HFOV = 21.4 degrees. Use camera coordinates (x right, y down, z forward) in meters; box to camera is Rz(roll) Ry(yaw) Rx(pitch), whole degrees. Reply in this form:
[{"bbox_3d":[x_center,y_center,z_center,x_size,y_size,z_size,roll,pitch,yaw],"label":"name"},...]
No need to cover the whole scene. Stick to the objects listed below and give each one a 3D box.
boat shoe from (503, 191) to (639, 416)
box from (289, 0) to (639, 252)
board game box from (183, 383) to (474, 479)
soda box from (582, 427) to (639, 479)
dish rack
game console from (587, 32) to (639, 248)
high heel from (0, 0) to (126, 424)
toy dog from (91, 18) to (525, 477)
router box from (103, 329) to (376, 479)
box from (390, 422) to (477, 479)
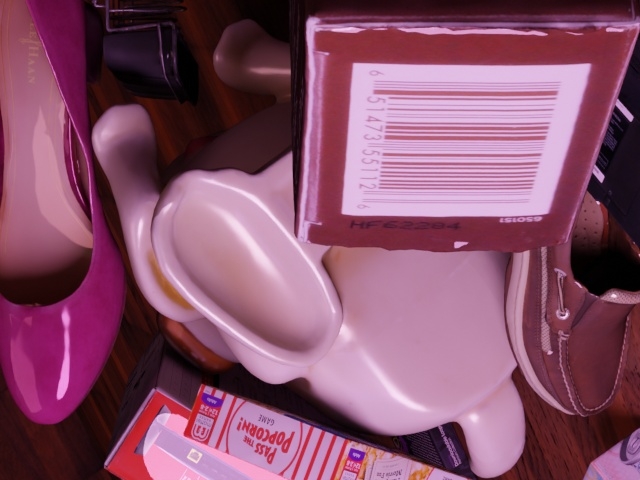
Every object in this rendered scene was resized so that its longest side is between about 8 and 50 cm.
[{"bbox_3d":[0.183,0.029,1.170,0.095,0.095,0.257,28,144,46],"label":"boat shoe"},{"bbox_3d":[0.051,-0.206,0.807,0.191,0.143,0.381,93,177,-62],"label":"box"},{"bbox_3d":[0.013,0.167,1.293,0.146,0.045,0.193,17,174,39],"label":"board game box"},{"bbox_3d":[0.278,0.230,1.271,0.183,0.063,0.058,50,158,22],"label":"soda box"},{"bbox_3d":[-0.153,-0.261,1.482,0.208,0.074,0.272,96,172,-87],"label":"dish rack"},{"bbox_3d":[0.133,-0.114,1.010,0.361,0.044,0.213,57,149,38],"label":"game console"},{"bbox_3d":[-0.242,-0.043,1.369,0.181,0.127,0.377,31,-126,-74],"label":"high heel"},{"bbox_3d":[0.000,0.000,1.386,0.395,0.284,0.408,44,166,-18],"label":"toy dog"},{"bbox_3d":[-0.038,0.206,1.540,0.301,0.082,0.335,32,-175,-6],"label":"router box"},{"bbox_3d":[0.095,0.180,1.696,0.116,0.029,0.162,15,131,64],"label":"box"}]
